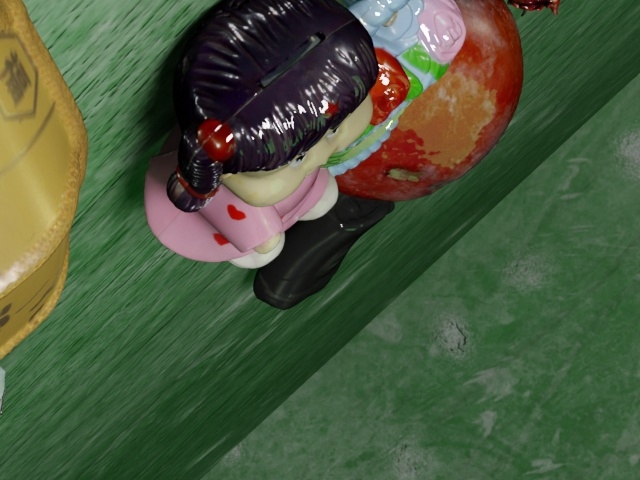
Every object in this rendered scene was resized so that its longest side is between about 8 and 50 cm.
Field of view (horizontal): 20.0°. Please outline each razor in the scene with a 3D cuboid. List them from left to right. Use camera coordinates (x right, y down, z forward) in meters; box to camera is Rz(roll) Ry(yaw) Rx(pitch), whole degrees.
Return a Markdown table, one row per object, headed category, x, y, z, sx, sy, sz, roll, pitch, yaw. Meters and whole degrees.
| category | x | y | z | sx | sy | sz | roll | pitch | yaw |
| --- | --- | --- | --- | --- | --- | --- | --- | --- | --- |
| razor | 0.000 | 0.000 | 1.616 | 0.090 | 0.054 | 0.148 | -34 | 169 | -45 |

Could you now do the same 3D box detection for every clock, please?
| category | x | y | z | sx | sy | sz | roll | pitch | yaw |
| --- | --- | --- | --- | --- | --- | --- | --- | --- | --- |
| clock | -0.008 | -0.082 | 0.971 | 0.194 | 0.100 | 0.195 | -43 | 176 | -17 |

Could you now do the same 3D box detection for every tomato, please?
| category | x | y | z | sx | sy | sz | roll | pitch | yaw |
| --- | --- | --- | --- | --- | --- | --- | --- | --- | --- |
| tomato | 0.081 | -0.094 | 1.317 | 0.173 | 0.099 | 0.189 | -44 | 171 | 35 |

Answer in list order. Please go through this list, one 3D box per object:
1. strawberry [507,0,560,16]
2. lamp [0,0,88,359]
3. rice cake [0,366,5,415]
| category | x | y | z | sx | sy | sz | roll | pitch | yaw |
| --- | --- | --- | --- | --- | --- | --- | --- | --- | --- |
| strawberry | 0.130 | -0.188 | 1.042 | 0.106 | 0.106 | 0.106 | -40 | 172 | -6 |
| lamp | -0.158 | -0.007 | 0.446 | 0.185 | 0.161 | 0.161 | -38 | 172 | -17 |
| rice cake | -0.288 | 0.159 | 1.162 | 0.211 | 0.038 | 0.124 | -38 | 172 | -26 |
